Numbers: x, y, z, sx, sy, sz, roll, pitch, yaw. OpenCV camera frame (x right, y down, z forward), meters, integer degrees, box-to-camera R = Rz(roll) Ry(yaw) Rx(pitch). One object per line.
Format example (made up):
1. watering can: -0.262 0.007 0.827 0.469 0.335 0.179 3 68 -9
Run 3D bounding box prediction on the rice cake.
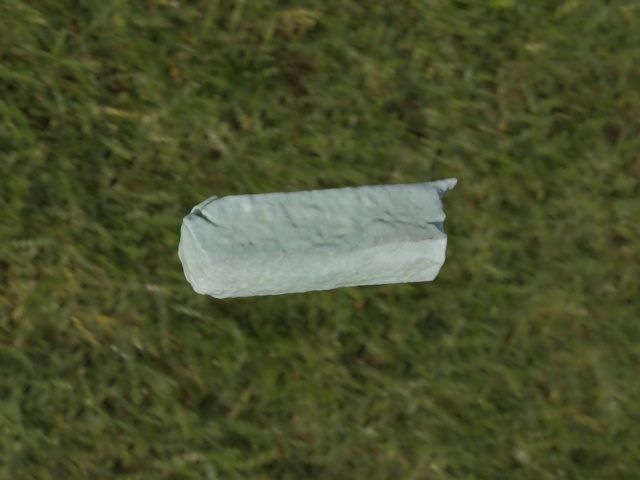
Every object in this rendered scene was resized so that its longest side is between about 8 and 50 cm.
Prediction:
1. rice cake: -0.001 0.000 1.411 0.206 0.063 0.069 -3 149 -17
